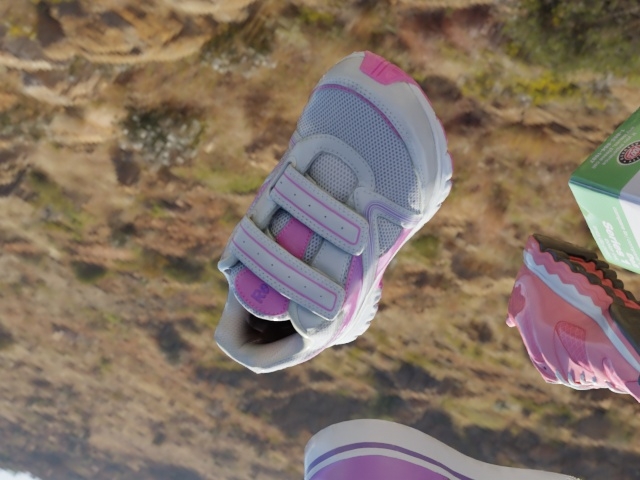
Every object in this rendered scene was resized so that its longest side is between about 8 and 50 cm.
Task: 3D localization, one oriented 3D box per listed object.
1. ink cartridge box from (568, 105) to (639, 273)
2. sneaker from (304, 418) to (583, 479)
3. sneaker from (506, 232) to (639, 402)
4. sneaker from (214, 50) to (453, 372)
[{"bbox_3d":[0.383,-0.044,0.885,0.278,0.201,0.117,28,156,54],"label":"ink cartridge box"},{"bbox_3d":[0.109,0.227,0.678,0.282,0.161,0.102,21,130,-31],"label":"sneaker"},{"bbox_3d":[0.305,0.120,1.173,0.115,0.136,0.314,12,-156,-27],"label":"sneaker"},{"bbox_3d":[0.000,0.000,0.678,0.103,0.111,0.252,34,133,19],"label":"sneaker"}]
